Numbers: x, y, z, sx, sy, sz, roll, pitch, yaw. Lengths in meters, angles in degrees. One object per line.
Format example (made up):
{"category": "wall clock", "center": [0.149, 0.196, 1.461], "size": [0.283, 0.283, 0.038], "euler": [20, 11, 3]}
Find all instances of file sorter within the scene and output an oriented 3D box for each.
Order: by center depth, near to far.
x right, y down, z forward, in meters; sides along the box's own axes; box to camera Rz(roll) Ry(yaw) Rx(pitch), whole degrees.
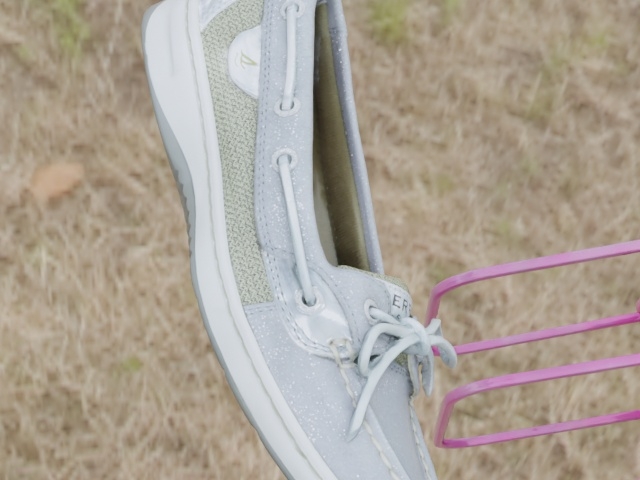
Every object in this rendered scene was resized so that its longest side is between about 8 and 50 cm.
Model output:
{"category": "file sorter", "center": [0.173, 0.162, 0.973], "size": [0.182, 0.202, 0.291], "euler": [-10, 72, -2]}

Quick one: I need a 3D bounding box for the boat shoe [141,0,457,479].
{"category": "boat shoe", "center": [0.001, 0.000, 0.779], "size": [0.103, 0.118, 0.320], "euler": [-25, 61, 14]}
